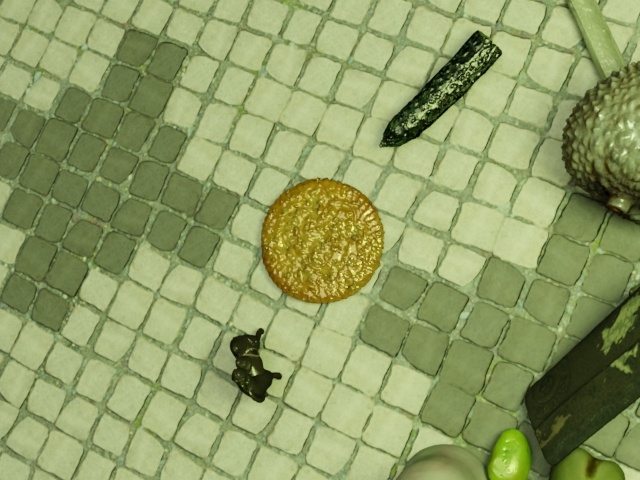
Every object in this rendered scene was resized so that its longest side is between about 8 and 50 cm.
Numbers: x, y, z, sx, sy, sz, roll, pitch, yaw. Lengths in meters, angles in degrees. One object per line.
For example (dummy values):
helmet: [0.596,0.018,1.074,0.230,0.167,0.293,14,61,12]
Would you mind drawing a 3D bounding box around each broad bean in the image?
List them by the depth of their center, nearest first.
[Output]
broad bean: [0.413,0.466,1.430,0.121,0.189,0.263,15,70,20]

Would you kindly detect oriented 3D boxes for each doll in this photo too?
doll: [-0.129,0.234,1.631,0.057,0.165,0.139,-25,79,13]

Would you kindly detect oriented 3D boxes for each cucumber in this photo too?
cucumber: [0.225,-0.279,1.684,0.300,0.072,0.072,-45,72,5]

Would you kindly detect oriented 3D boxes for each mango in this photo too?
mango: [0.330,0.382,1.535,0.074,0.056,0.108,9,77,8]

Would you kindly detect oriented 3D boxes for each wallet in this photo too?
wallet: [0.455,0.211,1.427,0.044,0.170,0.321,26,122,-19]

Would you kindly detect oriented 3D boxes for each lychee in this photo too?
lychee: [0.551,-0.164,1.458,0.300,0.300,0.299,-3,79,14]

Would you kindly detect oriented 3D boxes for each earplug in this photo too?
earplug: [0.186,0.427,1.436,0.172,0.301,0.172,-3,79,15]

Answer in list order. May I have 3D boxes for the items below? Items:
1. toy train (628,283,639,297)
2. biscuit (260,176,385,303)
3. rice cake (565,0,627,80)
toy train: [0.662,0.103,1.451,0.327,0.159,0.129,-15,74,13]
biscuit: [0.000,0.000,1.707,0.254,0.035,0.253,-3,79,14]
rice cake: [0.518,-0.360,1.631,0.052,0.057,0.256,-17,75,-7]
